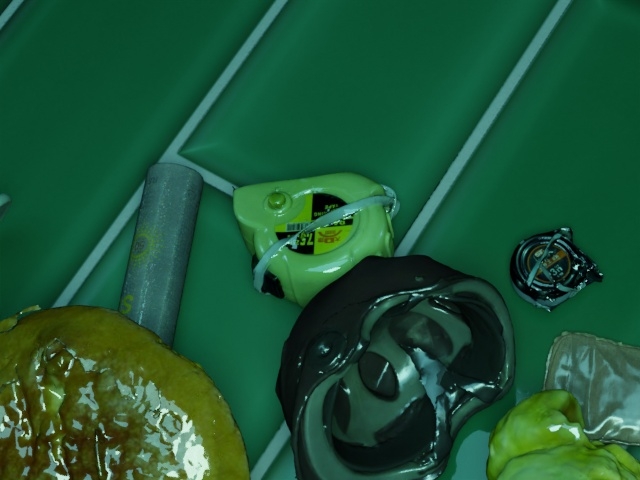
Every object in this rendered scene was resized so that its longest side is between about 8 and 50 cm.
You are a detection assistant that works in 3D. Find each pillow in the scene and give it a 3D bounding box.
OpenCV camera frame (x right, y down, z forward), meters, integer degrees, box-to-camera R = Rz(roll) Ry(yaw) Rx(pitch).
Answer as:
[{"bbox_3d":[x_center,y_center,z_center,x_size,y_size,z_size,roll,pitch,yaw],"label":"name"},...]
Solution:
[{"bbox_3d":[0.353,0.173,1.433,0.211,0.034,0.135,9,72,14],"label":"pillow"}]

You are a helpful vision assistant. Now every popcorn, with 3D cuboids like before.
[{"bbox_3d":[0.270,0.308,1.299,0.225,0.173,0.286,34,37,-20],"label":"popcorn"}]

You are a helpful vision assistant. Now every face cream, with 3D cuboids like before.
[{"bbox_3d":[-0.199,0.045,1.553,0.073,0.073,0.284,4,67,11],"label":"face cream"}]

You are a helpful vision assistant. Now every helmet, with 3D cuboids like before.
[{"bbox_3d":[0.054,0.137,1.404,0.305,0.225,0.177,-40,38,-11],"label":"helmet"}]

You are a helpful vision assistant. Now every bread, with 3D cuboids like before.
[{"bbox_3d":[-0.248,0.254,1.380,0.358,0.204,0.337,35,85,14],"label":"bread"}]

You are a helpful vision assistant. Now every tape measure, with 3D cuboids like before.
[{"bbox_3d":[0.267,0.031,1.497,0.094,0.054,0.091,-25,63,-10],"label":"tape measure"},{"bbox_3d":[0.000,0.000,1.527,0.199,0.106,0.175,-8,52,3],"label":"tape measure"}]

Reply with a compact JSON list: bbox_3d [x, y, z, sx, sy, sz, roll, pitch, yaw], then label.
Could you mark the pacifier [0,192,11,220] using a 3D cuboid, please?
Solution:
[{"bbox_3d":[-0.443,0.104,1.494,0.269,0.288,0.343,40,81,-5],"label":"pacifier"}]
